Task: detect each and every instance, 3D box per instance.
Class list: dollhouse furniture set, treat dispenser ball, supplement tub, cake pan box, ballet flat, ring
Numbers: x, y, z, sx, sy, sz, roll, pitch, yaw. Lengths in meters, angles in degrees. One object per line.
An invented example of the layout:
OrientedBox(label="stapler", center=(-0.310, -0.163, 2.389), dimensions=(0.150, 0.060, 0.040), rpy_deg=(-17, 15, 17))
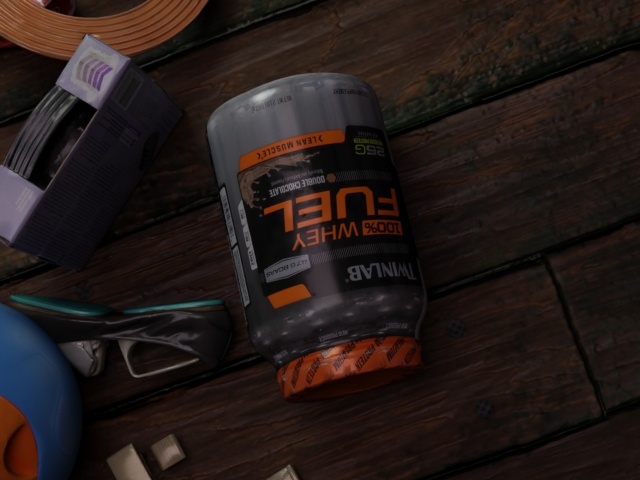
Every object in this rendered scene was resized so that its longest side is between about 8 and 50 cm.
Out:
OrientedBox(label="dollhouse furniture set", center=(-0.136, 0.270, 1.622), dimensions=(0.182, 0.101, 0.161), rpy_deg=(-33, 74, 3))
OrientedBox(label="treat dispenser ball", center=(-0.414, 0.205, 1.596), dimensions=(0.288, 0.288, 0.288), rpy_deg=(-2, 78, 11))
OrientedBox(label="supplement tub", center=(0.000, 0.000, 1.596), dimensions=(0.207, 0.207, 0.338), rpy_deg=(-16, 76, 8))
OrientedBox(label="cake pan box", center=(-0.275, -0.092, 1.640), dimensions=(0.070, 0.267, 0.246), rpy_deg=(30, 88, 11))
OrientedBox(label="ballet flat", center=(-0.243, 0.115, 1.684), dimensions=(0.280, 0.095, 0.096), rpy_deg=(1, 90, 12))
OrientedBox(label="ring", center=(-0.291, -0.361, 1.759), dimensions=(0.336, 0.032, 0.337), rpy_deg=(4, 64, -9))

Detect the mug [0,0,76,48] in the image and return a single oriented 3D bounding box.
OrientedBox(label="mug", center=(-0.407, -0.312, 1.811), dimensions=(0.169, 0.150, 0.113), rpy_deg=(34, 50, 12))
